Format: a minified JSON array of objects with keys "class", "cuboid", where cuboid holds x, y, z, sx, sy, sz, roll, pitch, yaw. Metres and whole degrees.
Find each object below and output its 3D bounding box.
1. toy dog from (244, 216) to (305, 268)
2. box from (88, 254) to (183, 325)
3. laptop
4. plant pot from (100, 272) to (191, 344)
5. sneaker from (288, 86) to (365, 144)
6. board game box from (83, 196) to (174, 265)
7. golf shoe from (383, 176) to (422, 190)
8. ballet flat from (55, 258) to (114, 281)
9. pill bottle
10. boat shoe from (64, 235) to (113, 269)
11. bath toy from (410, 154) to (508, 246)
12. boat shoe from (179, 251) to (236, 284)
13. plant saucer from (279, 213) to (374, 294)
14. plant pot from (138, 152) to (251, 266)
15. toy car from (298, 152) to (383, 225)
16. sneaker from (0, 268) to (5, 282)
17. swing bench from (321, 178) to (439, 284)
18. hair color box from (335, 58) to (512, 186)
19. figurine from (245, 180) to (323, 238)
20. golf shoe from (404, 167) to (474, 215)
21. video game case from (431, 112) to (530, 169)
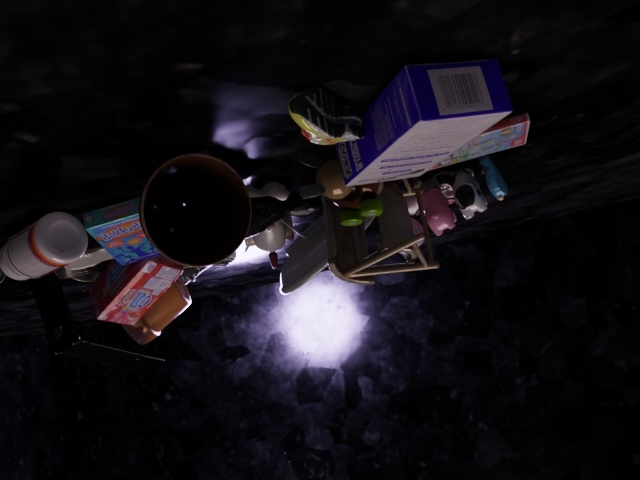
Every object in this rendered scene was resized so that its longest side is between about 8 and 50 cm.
[{"class":"toy dog","cuboid":[-0.150,-0.011,1.729,0.220,0.161,0.333,-15,170,14]},{"class":"box","cuboid":[-0.530,0.112,1.727,0.257,0.122,0.128,-45,142,18]},{"class":"laptop","cuboid":[-0.749,0.266,1.994,0.236,0.408,0.382,-19,176,-36]},{"class":"plant pot","cuboid":[-0.572,0.177,2.037,0.203,0.291,0.291,-28,172,-4]},{"class":"sneaker","cuboid":[-0.003,-0.201,1.044,0.094,0.081,0.208,-10,171,29]},{"class":"board game box","cuboid":[-0.442,-0.021,1.442,0.160,0.047,0.210,-17,153,-1]},{"class":"golf shoe","cuboid":[0.203,-0.138,1.715,0.186,0.067,0.086,-18,171,30]},{"class":"ballet flat","cuboid":[-0.642,0.071,1.776,0.280,0.096,0.095,1,-152,-37]},{"class":"pill bottle","cuboid":[-0.647,0.019,1.397,0.221,0.121,0.121,-19,168,38]},{"class":"boat shoe","cuboid":[-0.544,0.007,1.571,0.254,0.079,0.095,-18,157,-21]},{"class":"bath toy","cuboid":[0.331,-0.099,1.658,0.348,0.129,0.151,-33,-172,18]},{"class":"boat shoe","cuboid":[-0.435,0.084,1.927,0.335,0.119,0.121,-4,170,-11]},{"class":"plant saucer","cuboid":[0.000,0.000,1.887,0.400,0.100,0.400,-41,-174,6]},{"class":"plant pot","cuboid":[-0.284,-0.059,1.243,0.215,0.215,0.230,-7,-175,-28]},{"class":"toy car","cuboid":[0.030,-0.128,1.337,0.188,0.155,0.149,6,162,-33]},{"class":"sneaker","cuboid":[-0.829,0.062,1.473,0.153,0.101,0.268,-11,168,9]},{"class":"swing bench","cuboid":[0.143,-0.039,1.545,0.254,0.253,0.165,-16,145,16]},{"class":"hair color box","cuboid":[0.175,-0.210,1.135,0.185,0.110,0.339,-10,169,-21]},{"class":"figurine","cuboid":[-0.131,-0.084,1.395,0.209,0.092,0.215,-12,-158,-27]},{"class":"golf shoe","cuboid":[0.316,-0.152,1.761,0.273,0.105,0.120,-15,153,-8]},{"class":"video game case","cuboid":[0.363,-0.233,1.486,0.285,0.025,0.204,-15,170,14]}]
